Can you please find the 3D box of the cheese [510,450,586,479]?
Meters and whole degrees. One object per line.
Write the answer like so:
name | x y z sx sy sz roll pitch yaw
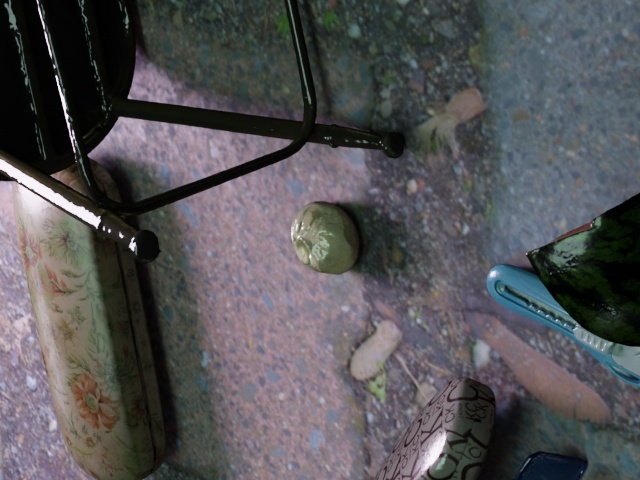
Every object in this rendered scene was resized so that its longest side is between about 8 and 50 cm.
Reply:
cheese | 0.190 0.314 2.033 0.244 0.155 0.062 -63 34 24

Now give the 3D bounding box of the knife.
knife | 0.251 0.083 1.932 0.222 0.031 0.064 30 131 33

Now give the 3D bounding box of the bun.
bun | 0.000 0.000 2.124 0.086 0.055 0.086 21 122 38

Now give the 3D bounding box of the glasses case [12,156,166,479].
glasses case | -0.284 0.100 2.418 0.156 0.098 0.425 5 112 40

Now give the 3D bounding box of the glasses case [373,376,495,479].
glasses case | 0.096 0.284 2.099 0.085 0.137 0.355 24 133 -6

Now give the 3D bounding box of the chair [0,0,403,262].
chair | -0.212 -0.213 2.027 0.410 0.362 0.365 3 111 48

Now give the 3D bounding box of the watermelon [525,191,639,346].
watermelon | 0.307 0.006 1.789 0.145 0.193 0.137 -31 41 46
